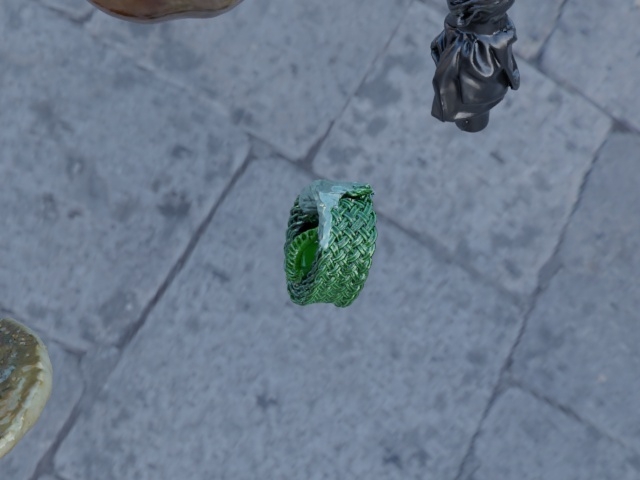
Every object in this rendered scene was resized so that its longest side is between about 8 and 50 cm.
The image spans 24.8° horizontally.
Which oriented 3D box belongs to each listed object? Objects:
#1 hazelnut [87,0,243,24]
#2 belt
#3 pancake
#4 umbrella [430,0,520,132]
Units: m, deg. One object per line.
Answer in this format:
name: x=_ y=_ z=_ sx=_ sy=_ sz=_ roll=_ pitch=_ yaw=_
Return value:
hazelnut: x=-0.138 y=-0.300 z=1.313 sx=0.210 sy=0.186 sz=0.210 roll=-4 pitch=27 yaw=2
belt: x=0.000 y=0.000 z=1.454 sx=0.079 sy=0.151 sz=0.121 roll=5 pitch=63 yaw=-19
pancake: x=-0.436 y=0.213 z=1.556 sx=0.065 sy=0.356 sz=0.356 roll=58 pitch=48 yaw=-22
umbrella: x=0.159 y=-0.220 z=1.503 sx=0.110 sy=0.272 sz=0.122 roll=2 pitch=47 yaw=1
